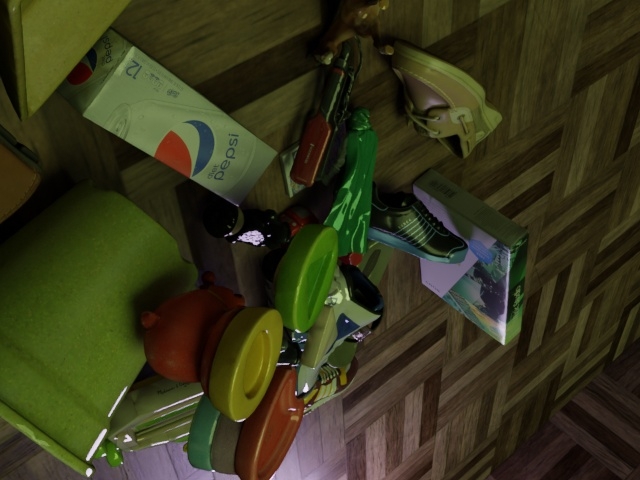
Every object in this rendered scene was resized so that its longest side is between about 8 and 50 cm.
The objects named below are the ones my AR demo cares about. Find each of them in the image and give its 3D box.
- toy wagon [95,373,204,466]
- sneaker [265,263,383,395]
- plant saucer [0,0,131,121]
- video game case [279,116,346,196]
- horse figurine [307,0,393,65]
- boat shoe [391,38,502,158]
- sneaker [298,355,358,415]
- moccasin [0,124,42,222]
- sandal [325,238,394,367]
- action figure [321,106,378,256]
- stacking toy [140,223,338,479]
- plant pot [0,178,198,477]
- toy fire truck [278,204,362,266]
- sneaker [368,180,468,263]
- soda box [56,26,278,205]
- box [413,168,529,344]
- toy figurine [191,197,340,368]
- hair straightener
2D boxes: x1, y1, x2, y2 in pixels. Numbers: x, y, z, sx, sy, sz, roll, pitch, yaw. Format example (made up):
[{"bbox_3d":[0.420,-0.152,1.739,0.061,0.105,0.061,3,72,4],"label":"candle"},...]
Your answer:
[{"bbox_3d":[-0.214,0.271,1.244,0.267,0.068,0.344,-20,161,-10],"label":"toy wagon"},{"bbox_3d":[0.013,0.143,1.332,0.182,0.127,0.315,-18,147,-16],"label":"sneaker"},{"bbox_3d":[-0.174,-0.278,0.657,0.332,0.081,0.333,-56,-167,-15],"label":"plant saucer"},{"bbox_3d":[-0.008,-0.129,1.219,0.122,0.011,0.087,-35,144,-22],"label":"video game case"},{"bbox_3d":[0.071,-0.340,1.009,0.066,0.174,0.263,13,101,-21],"label":"horse figurine"},{"bbox_3d":[0.196,-0.214,1.278,0.110,0.122,0.341,-57,147,7],"label":"boat shoe"},{"bbox_3d":[0.002,0.274,1.562,0.185,0.069,0.083,-36,149,-23],"label":"sneaker"},{"bbox_3d":[-0.365,-0.108,0.575,0.147,0.139,0.380,-53,156,-14],"label":"moccasin"},{"bbox_3d":[0.072,0.124,1.485,0.120,0.086,0.302,-11,130,-44],"label":"sandal"},{"bbox_3d":[0.046,-0.092,1.236,0.137,0.064,0.232,-12,117,-55],"label":"action figure"},{"bbox_3d":[-0.088,0.122,0.951,0.308,0.131,0.279,88,24,-47],"label":"stacking toy"},{"bbox_3d":[-0.285,0.079,0.902,0.254,0.276,0.276,-52,149,-20],"label":"plant pot"},{"bbox_3d":[0.000,0.000,1.319,0.135,0.047,0.192,-38,144,-20],"label":"toy fire truck"},{"bbox_3d":[0.167,-0.030,1.382,0.232,0.081,0.090,16,115,-20],"label":"sneaker"},{"bbox_3d":[-0.175,-0.142,0.933,0.091,0.098,0.286,-53,147,3],"label":"soda box"},{"bbox_3d":[0.284,0.038,1.521,0.058,0.232,0.322,-39,144,-18],"label":"box"},{"bbox_3d":[-0.100,0.065,1.120,0.148,0.209,0.213,20,105,-49],"label":"toy figurine"},{"bbox_3d":[0.013,-0.194,1.153,0.089,0.047,0.230,-36,143,-64],"label":"hair straightener"}]
